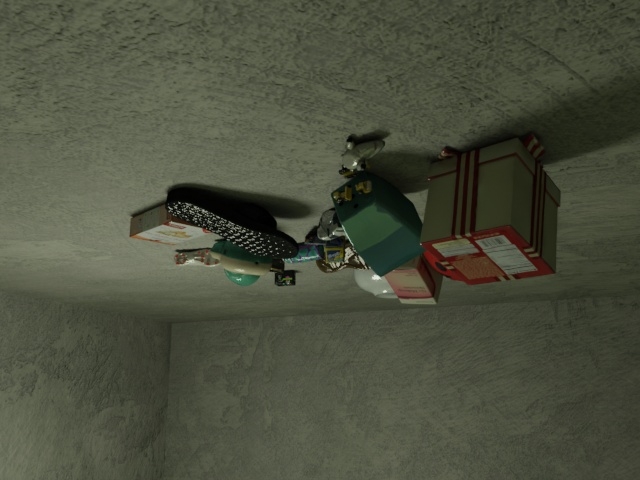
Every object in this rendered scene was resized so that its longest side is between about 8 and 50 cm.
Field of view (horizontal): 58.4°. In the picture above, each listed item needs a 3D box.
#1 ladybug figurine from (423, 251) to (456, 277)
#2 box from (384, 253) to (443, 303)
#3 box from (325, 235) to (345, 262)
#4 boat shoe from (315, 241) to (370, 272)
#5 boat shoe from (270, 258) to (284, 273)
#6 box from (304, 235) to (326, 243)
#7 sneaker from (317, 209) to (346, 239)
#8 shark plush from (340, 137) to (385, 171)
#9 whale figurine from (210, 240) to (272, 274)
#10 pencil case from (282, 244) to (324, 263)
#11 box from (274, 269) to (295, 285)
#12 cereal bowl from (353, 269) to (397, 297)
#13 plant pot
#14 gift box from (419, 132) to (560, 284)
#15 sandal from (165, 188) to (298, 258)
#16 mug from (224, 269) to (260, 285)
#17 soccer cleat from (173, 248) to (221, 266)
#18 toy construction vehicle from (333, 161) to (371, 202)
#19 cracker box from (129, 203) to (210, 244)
[{"bbox_3d":[0.493,0.042,1.899,0.304,0.162,0.449,-11,162,35],"label":"ladybug figurine"},{"bbox_3d":[0.333,0.119,2.072,0.148,0.127,0.232,-2,142,32],"label":"box"},{"bbox_3d":[0.047,0.006,1.768,0.059,0.054,0.169,-2,-153,4],"label":"box"},{"bbox_3d":[0.123,0.046,2.051,0.302,0.109,0.098,-14,-160,38],"label":"boat shoe"},{"bbox_3d":[-0.252,0.093,2.235,0.227,0.069,0.081,1,165,-9],"label":"boat shoe"},{"bbox_3d":[0.000,0.000,1.922,0.093,0.027,0.137,2,179,-8],"label":"box"},{"bbox_3d":[0.102,-0.045,1.682,0.152,0.094,0.235,17,148,-27],"label":"sneaker"},{"bbox_3d":[0.087,-0.178,1.270,0.067,0.073,0.161,-28,169,-21],"label":"shark plush"},{"bbox_3d":[-0.267,0.027,1.933,0.216,0.141,0.272,9,-173,-31],"label":"whale figurine"},{"bbox_3d":[-0.061,0.043,2.064,0.151,0.065,0.070,-9,125,25],"label":"pencil case"},{"bbox_3d":[-0.156,0.167,2.533,0.083,0.062,0.052,-5,163,15],"label":"box"},{"bbox_3d":[0.301,0.160,2.383,0.338,0.141,0.339,0,165,0],"label":"cereal bowl"},{"bbox_3d":[0.141,-0.055,1.450,0.165,0.166,0.234,-32,139,17],"label":"plant pot"},{"bbox_3d":[0.383,-0.080,1.280,0.255,0.258,0.276,-10,143,38],"label":"gift box"},{"bbox_3d":[-0.225,-0.061,1.637,0.167,0.107,0.445,-14,148,44],"label":"sandal"},{"bbox_3d":[-0.287,0.084,2.128,0.129,0.158,0.097,20,170,22],"label":"mug"},{"bbox_3d":[-0.453,0.065,2.148,0.196,0.068,0.076,-2,180,9],"label":"soccer cleat"},{"bbox_3d":[0.073,-0.139,1.346,0.098,0.086,0.035,-10,156,34],"label":"toy construction vehicle"},{"bbox_3d":[-0.440,-0.047,1.703,0.232,0.067,0.155,-15,160,42],"label":"cracker box"}]
